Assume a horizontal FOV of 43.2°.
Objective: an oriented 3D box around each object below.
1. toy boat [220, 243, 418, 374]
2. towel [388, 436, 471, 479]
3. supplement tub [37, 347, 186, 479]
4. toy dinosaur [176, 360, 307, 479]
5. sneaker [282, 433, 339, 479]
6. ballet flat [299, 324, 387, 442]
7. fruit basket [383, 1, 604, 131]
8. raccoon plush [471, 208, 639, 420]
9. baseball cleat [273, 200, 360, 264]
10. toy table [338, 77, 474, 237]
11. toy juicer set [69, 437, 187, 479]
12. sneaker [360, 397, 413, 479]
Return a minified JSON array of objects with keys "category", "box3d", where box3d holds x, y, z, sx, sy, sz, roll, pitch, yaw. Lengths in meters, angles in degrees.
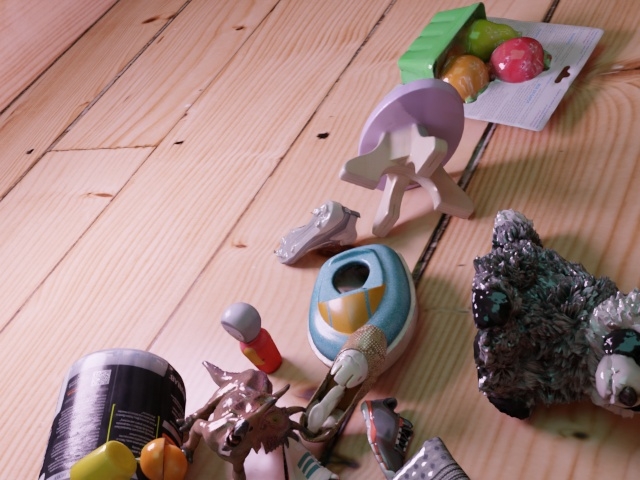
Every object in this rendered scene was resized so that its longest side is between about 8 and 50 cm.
[{"category":"toy boat","box3d":[0.001,0.123,1.324,0.318,0.148,0.267,-20,38,13]},{"category":"towel","box3d":[0.100,0.439,0.926,0.324,0.056,0.312,-45,38,5]},{"category":"supplement tub","box3d":[-0.316,0.346,1.229,0.207,0.207,0.338,-21,37,12]},{"category":"toy dinosaur","box3d":[-0.110,0.251,1.197,0.200,0.127,0.295,-54,22,18]},{"category":"sneaker","box3d":[-0.012,0.343,1.167,0.075,0.057,0.161,-6,31,-6]},{"category":"ballet flat","box3d":[0.031,0.218,1.189,0.073,0.067,0.206,31,104,17]},{"category":"fruit basket","box3d":[0.357,-0.352,1.676,0.353,0.165,0.327,20,58,28]},{"category":"raccoon plush","box3d":[0.375,0.063,1.113,0.299,0.216,0.446,-4,43,19]},{"category":"baseball cleat","box3d":[0.000,0.000,1.533,0.206,0.109,0.072,-38,41,48]},{"category":"toy table","box3d":[0.159,-0.141,1.467,0.252,0.274,0.161,9,50,-4]},{"category":"toy juicer set","box3d":[-0.179,0.404,1.054,0.089,0.209,0.329,-43,71,14]},{"category":"sneaker","box3d":[0.103,0.279,1.150,0.065,0.061,0.158,-20,38,2]}]
